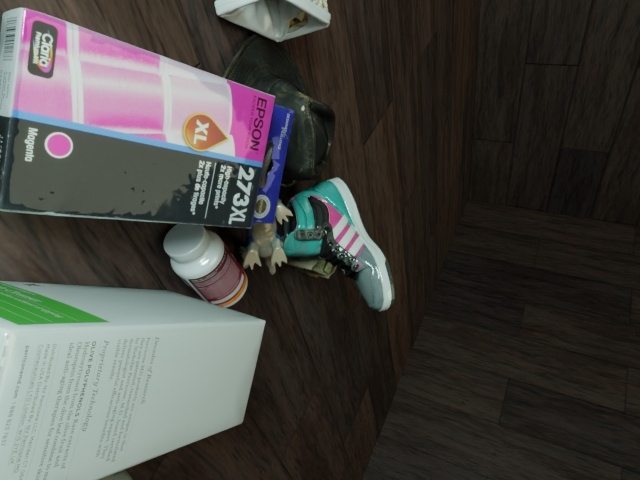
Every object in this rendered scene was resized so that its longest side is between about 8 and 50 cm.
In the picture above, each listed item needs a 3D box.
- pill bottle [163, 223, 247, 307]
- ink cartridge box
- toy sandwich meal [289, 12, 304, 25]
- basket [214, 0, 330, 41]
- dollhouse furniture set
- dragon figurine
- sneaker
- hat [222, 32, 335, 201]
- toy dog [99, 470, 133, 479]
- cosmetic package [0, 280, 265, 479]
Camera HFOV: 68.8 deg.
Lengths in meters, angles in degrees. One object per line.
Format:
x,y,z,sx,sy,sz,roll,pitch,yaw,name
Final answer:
-0.179,0.038,0.736,0.086,0.086,0.152,-64,153,-27,pill bottle
-0.161,-0.109,0.547,0.371,0.069,0.175,2,102,-50,ink cartridge box
-0.057,-0.425,0.843,0.085,0.029,0.085,-40,136,-53,toy sandwich meal
-0.072,-0.389,0.720,0.167,0.113,0.103,-13,99,-60,basket
0.000,0.000,1.081,0.182,0.101,0.160,32,72,-64,dollhouse furniture set
-0.104,-0.048,0.794,0.144,0.085,0.289,-123,-151,-58,dragon figurine
0.013,0.020,0.909,0.178,0.295,0.124,-16,158,-23,sneaker
-0.050,-0.195,0.847,0.331,0.134,0.331,-41,138,-52,hat
-0.305,0.322,0.480,0.220,0.161,0.334,65,31,-10,toy dog
-0.243,0.141,0.520,0.365,0.197,0.155,17,85,-67,cosmetic package
